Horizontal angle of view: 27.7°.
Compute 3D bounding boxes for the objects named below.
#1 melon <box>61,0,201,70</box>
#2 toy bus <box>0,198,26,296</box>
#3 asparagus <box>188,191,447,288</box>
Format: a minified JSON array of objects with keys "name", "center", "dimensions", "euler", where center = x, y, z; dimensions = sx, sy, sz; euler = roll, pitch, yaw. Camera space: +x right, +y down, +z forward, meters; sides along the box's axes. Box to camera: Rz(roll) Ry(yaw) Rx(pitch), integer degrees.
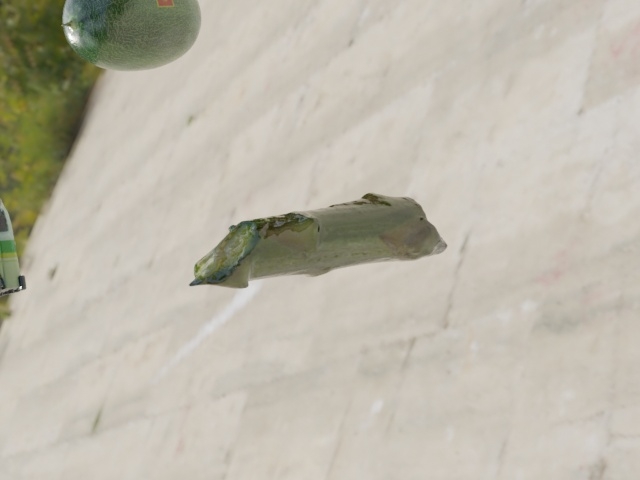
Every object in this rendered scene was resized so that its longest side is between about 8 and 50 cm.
[{"name":"melon","center":[-0.327,-0.377,2.218],"dimensions":[0.287,0.182,0.182],"euler":[-19,-29,-52]},{"name":"toy bus","center":[-0.569,0.024,1.823],"dimensions":[0.133,0.276,0.165],"euler":[-13,84,61]},{"name":"asparagus","center":[0.001,0.000,1.405],"dimensions":[0.082,0.343,0.085],"euler":[26,115,48]}]
